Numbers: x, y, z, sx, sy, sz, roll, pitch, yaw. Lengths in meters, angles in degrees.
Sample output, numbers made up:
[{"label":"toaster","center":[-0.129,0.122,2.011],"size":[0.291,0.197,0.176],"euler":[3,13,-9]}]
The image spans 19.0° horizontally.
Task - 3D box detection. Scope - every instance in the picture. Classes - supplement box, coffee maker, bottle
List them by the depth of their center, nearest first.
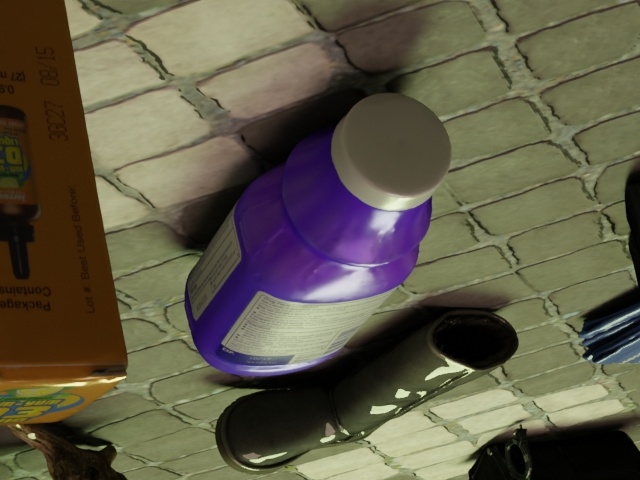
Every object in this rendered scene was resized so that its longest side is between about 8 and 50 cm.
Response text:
[{"label":"supplement box","center":[-0.143,-0.043,0.779],"size":[0.078,0.233,0.080],"euler":[2,155,-34]},{"label":"bottle","center":[0.000,0.000,1.194],"size":[0.118,0.092,0.283],"euler":[-6,159,-21]},{"label":"coffee maker","center":[0.262,0.266,2.042],"size":[0.178,0.120,0.171],"euler":[-4,158,-24]}]

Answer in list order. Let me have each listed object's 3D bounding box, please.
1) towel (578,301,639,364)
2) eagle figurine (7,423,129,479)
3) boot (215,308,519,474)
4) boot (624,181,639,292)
[{"label":"towel","center":[0.414,0.047,1.679],"size":[0.336,0.040,0.243],"euler":[1,154,-39]},{"label":"eagle figurine","center":[-0.280,0.298,1.653],"size":[0.226,0.298,0.225],"euler":[36,180,-24]},{"label":"boot","center":[0.037,0.125,1.586],"size":[0.189,0.076,0.208],"euler":[-15,173,-40]},{"label":"boot","center":[0.346,-0.002,1.407],"size":[0.229,0.091,0.263],"euler":[-14,158,6]}]
